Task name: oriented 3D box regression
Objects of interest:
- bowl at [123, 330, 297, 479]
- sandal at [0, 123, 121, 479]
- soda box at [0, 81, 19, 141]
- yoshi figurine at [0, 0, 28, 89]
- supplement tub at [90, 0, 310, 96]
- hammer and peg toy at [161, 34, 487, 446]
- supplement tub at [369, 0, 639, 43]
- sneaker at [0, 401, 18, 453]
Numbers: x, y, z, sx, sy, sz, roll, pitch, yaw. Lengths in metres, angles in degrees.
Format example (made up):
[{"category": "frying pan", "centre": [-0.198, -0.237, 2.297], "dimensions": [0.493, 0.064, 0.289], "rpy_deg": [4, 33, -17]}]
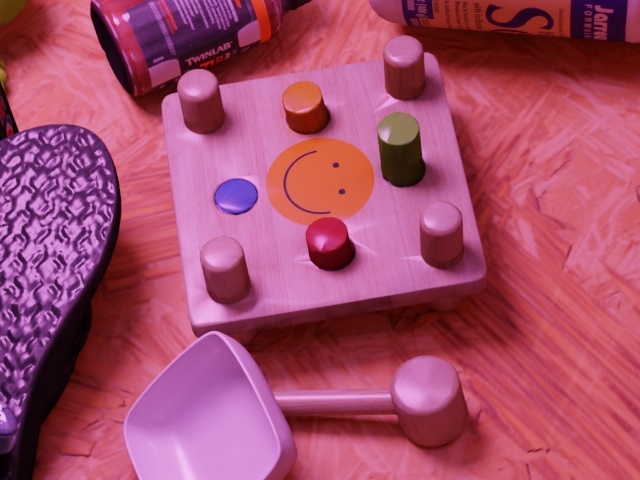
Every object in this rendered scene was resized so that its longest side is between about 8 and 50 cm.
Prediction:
[{"category": "bowl", "centre": [-0.083, 0.161, 1.584], "dimensions": [0.142, 0.053, 0.142], "rpy_deg": [-45, 58, 24]}, {"category": "sandal", "centre": [-0.280, 0.111, 1.650], "dimensions": [0.167, 0.107, 0.446], "rpy_deg": [11, 70, 11]}, {"category": "soda box", "centre": [-0.308, -0.114, 1.750], "dimensions": [0.053, 0.169, 0.060], "rpy_deg": [-6, 55, 3]}, {"category": "yoshi figurine", "centre": [-0.387, -0.189, 1.811], "dimensions": [0.203, 0.203, 0.362], "rpy_deg": [27, 59, 4]}, {"category": "supplement tub", "centre": [-0.108, -0.217, 1.840], "dimensions": [0.198, 0.106, 0.106], "rpy_deg": [-25, 57, -11]}, {"category": "hammer and peg toy", "centre": [0.000, 0.000, 1.668], "dimensions": [0.265, 0.127, 0.361], "rpy_deg": [-9, 56, 0]}, {"category": "supplement tub", "centre": [0.217, -0.304, 1.788], "dimensions": [0.331, 0.241, 0.241], "rpy_deg": [6, 57, 9]}, {"category": "sneaker", "centre": [-0.304, 0.141, 1.542], "dimensions": [0.122, 0.110, 0.283], "rpy_deg": [-19, 75, -13]}]
